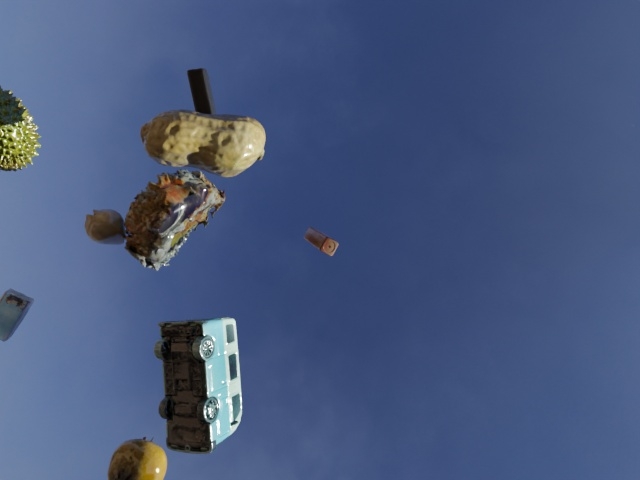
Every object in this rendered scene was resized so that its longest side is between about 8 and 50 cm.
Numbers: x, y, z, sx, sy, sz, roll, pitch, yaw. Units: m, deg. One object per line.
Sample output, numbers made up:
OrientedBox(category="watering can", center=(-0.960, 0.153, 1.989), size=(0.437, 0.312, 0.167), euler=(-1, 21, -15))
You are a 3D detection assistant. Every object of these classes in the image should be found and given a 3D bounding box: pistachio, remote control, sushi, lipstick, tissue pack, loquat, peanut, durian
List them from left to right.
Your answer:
OrientedBox(category="durian", center=(-0.782, -0.269, 1.111), size=(0.237, 0.177, 0.200), euler=(119, -46, -60))
OrientedBox(category="tissue pack", center=(-0.653, 0.155, 0.968), size=(0.074, 0.059, 0.094), euler=(-2, -121, 64))
OrientedBox(category="pistachio", center=(-0.753, -0.043, 1.624), size=(0.126, 0.152, 0.223), euler=(-54, -156, -23))
OrientedBox(category="loquat", center=(-0.485, 0.600, 1.228), size=(0.163, 0.137, 0.163), euler=(-12, -131, 14))
OrientedBox(category="sushi", center=(-0.527, -0.081, 1.655), size=(0.176, 0.417, 0.417), euler=(39, -59, 2))
OrientedBox(category="remote control", center=(-0.328, -0.362, 1.324), size=(0.063, 0.025, 0.245), euler=(-9, -73, 4))
OrientedBox(category="peanut", center=(-0.252, -0.222, 1.065), size=(0.159, 0.291, 0.143), euler=(45, -53, 46))
OrientedBox(category="lipstick", center=(0.000, 0.000, 1.287), size=(0.045, 0.045, 0.145), euler=(-63, -156, 4))

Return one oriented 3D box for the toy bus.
OrientedBox(category="toy bus", center=(-0.256, 0.306, 1.025), size=(0.133, 0.165, 0.271), euler=(-7, -95, 25))
